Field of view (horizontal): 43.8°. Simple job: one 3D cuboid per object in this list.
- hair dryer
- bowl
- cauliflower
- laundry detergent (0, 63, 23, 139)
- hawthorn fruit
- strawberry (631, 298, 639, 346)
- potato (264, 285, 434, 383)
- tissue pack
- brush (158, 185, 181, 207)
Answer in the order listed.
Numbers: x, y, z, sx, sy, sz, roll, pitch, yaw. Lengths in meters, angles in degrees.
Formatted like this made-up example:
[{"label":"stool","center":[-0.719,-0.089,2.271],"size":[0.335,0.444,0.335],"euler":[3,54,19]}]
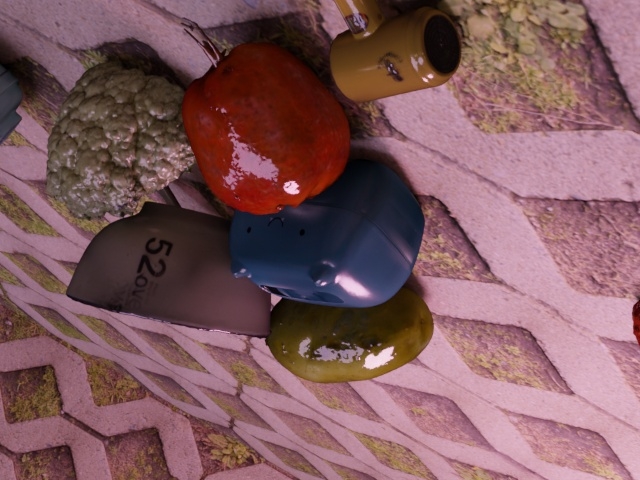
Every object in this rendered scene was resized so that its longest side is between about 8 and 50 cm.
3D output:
[{"label":"hair dryer","center":[0.039,-0.281,0.873],"size":[0.134,0.090,0.279],"euler":[-1,132,47]},{"label":"bowl","center":[-0.240,0.042,1.372],"size":[0.353,0.185,0.354],"euler":[13,177,1]},{"label":"cauliflower","center":[-0.311,-0.147,1.316],"size":[0.275,0.272,0.250],"euler":[34,-172,28]},{"label":"laundry detergent","center":[-0.730,-0.263,1.459],"size":[0.305,0.287,0.287],"euler":[42,151,-19]},{"label":"hawthorn fruit","center":[-0.088,-0.172,1.057],"size":[0.211,0.211,0.299],"euler":[-2,128,48]},{"label":"strawberry","center":[0.512,0.143,1.045],"size":[0.190,0.111,0.236],"euler":[43,152,-26]},{"label":"potato","center":[0.048,0.155,1.439],"size":[0.304,0.216,0.216],"euler":[-15,130,32]},{"label":"tissue pack","center":[0.000,0.000,1.223],"size":[0.287,0.206,0.198],"euler":[6,151,42]},{"label":"brush","center":[-0.261,-0.027,1.553],"size":[0.337,0.020,0.085],"euler":[59,155,-11]}]
